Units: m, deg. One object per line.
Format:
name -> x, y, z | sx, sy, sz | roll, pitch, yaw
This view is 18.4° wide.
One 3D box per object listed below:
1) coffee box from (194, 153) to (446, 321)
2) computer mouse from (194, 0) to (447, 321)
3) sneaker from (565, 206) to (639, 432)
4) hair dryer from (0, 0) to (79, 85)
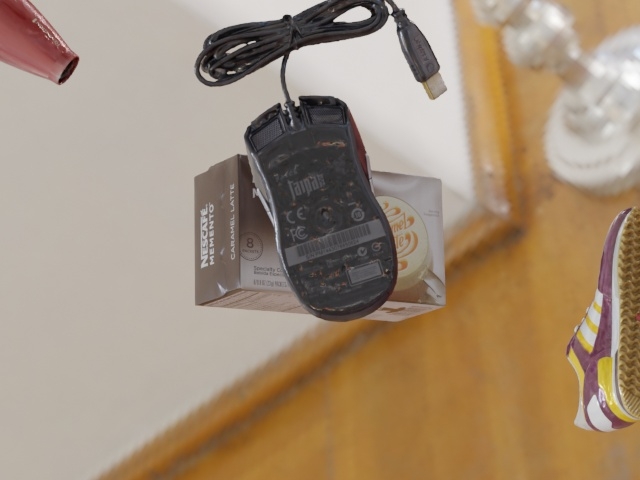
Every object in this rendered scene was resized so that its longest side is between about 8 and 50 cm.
coffee box -> 0.000, 0.000, 2.015 | 0.098, 0.246, 0.141 | -21, 67, 56
computer mouse -> 0.025, -0.077, 1.613 | 0.184, 0.262, 0.060 | -23, 9, 1
sneaker -> 0.234, 0.062, 1.583 | 0.084, 0.069, 0.185 | -26, 47, 50
hair dryer -> -0.314, -0.281, 2.029 | 0.080, 0.223, 0.294 | 112, 144, -54
